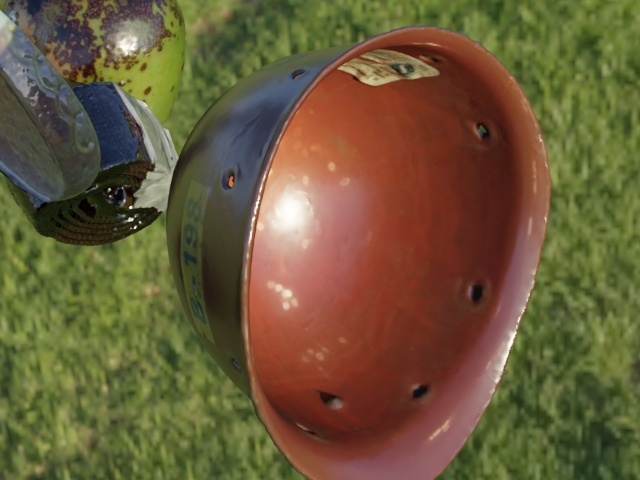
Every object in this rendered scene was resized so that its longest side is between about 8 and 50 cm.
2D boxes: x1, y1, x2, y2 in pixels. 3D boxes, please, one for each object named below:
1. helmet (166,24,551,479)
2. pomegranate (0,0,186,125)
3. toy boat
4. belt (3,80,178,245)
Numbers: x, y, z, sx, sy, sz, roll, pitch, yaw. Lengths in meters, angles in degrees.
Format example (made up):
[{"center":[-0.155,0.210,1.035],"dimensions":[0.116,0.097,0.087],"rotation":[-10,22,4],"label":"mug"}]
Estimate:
[{"center":[0.000,0.000,1.330],"dimensions":[0.338,0.384,0.230],"rotation":[-19,25,-39],"label":"helmet"},{"center":[-0.346,-0.235,2.116],"dimensions":[0.285,0.285,0.341],"rotation":[20,43,33],"label":"pomegranate"},{"center":[-0.289,-0.142,1.540],"dimensions":[0.155,0.227,0.085],"rotation":[0,40,47],"label":"toy boat"},{"center":[-0.282,-0.100,1.933],"dimensions":[0.184,0.289,0.164],"rotation":[-34,76,5],"label":"belt"}]
